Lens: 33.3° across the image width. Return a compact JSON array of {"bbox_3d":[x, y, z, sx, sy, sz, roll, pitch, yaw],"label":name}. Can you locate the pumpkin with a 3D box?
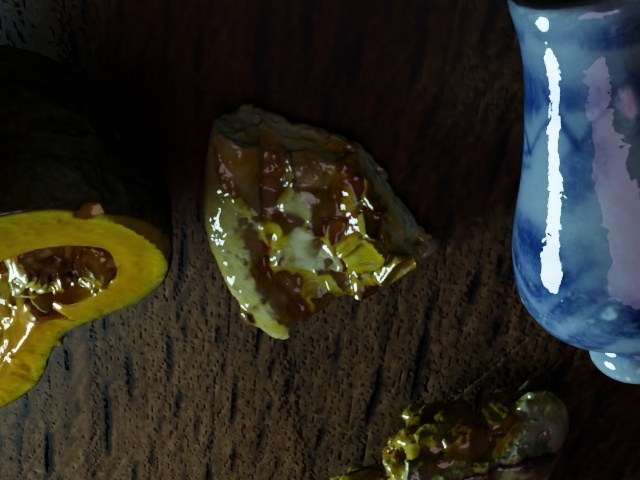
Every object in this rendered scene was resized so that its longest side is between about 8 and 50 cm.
[{"bbox_3d":[-0.246,0.004,0.678,0.222,0.139,0.317,19,140,-41],"label":"pumpkin"}]

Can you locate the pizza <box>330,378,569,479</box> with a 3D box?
[{"bbox_3d":[0.077,0.198,0.865,0.161,0.085,0.305,19,135,-36],"label":"pizza"}]

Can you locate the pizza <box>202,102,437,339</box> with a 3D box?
[{"bbox_3d":[0.000,0.000,0.730,0.161,0.062,0.182,4,128,-1],"label":"pizza"}]

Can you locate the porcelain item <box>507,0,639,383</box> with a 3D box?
[{"bbox_3d":[0.177,-0.034,0.633,0.141,0.141,0.259,-8,119,15],"label":"porcelain item"}]
